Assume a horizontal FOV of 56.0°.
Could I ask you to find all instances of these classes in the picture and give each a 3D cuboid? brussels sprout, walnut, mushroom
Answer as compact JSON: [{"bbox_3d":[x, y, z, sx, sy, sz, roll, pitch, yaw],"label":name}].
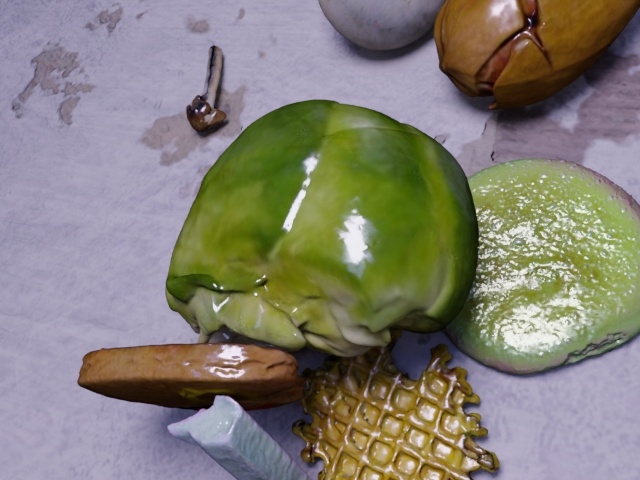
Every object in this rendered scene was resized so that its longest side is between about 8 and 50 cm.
[{"bbox_3d":[0.000,0.000,0.722,0.371,0.275,0.315,-21,59,29],"label":"brussels sprout"},{"bbox_3d":[0.308,-0.316,0.803,0.336,0.209,0.209,-36,62,-7],"label":"walnut"},{"bbox_3d":[-0.186,-0.263,1.027,0.060,0.061,0.187,-23,49,41],"label":"mushroom"},{"bbox_3d":[0.082,-0.421,0.932,0.243,0.243,0.244,-7,66,16],"label":"mushroom"}]

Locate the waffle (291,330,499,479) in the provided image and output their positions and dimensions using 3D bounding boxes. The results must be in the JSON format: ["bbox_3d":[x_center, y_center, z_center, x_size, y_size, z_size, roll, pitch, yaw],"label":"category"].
[{"bbox_3d":[0.080,0.223,0.734,0.231,0.051,0.229,-26,65,7],"label":"waffle"}]

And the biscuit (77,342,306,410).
[{"bbox_3d":[-0.114,0.166,0.681,0.261,0.277,0.052,-6,69,24],"label":"biscuit"}]

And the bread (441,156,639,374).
[{"bbox_3d":[0.267,0.017,0.761,0.301,0.045,0.302,-7,65,15],"label":"bread"}]

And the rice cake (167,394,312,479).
[{"bbox_3d":[-0.056,0.254,0.642,0.081,0.290,0.051,-8,44,24],"label":"rice cake"}]
